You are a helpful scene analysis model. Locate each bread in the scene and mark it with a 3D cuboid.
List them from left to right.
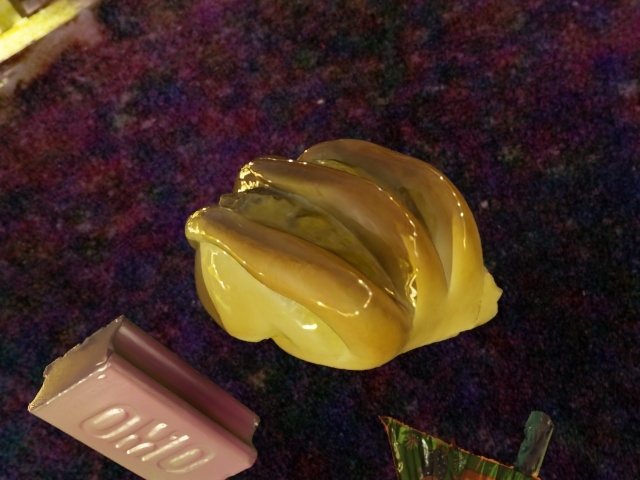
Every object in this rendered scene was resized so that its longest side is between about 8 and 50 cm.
[{"bbox_3d":[0.000,0.000,0.622,0.270,0.211,0.316,-8,15,-34],"label":"bread"}]

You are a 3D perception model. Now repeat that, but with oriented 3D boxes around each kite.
[{"bbox_3d":[0.140,0.250,0.485,0.016,0.321,0.233,7,71,58],"label":"kite"}]

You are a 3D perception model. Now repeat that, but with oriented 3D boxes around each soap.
[{"bbox_3d":[-0.170,0.176,0.591,0.122,0.203,0.065,-32,30,21],"label":"soap"}]
